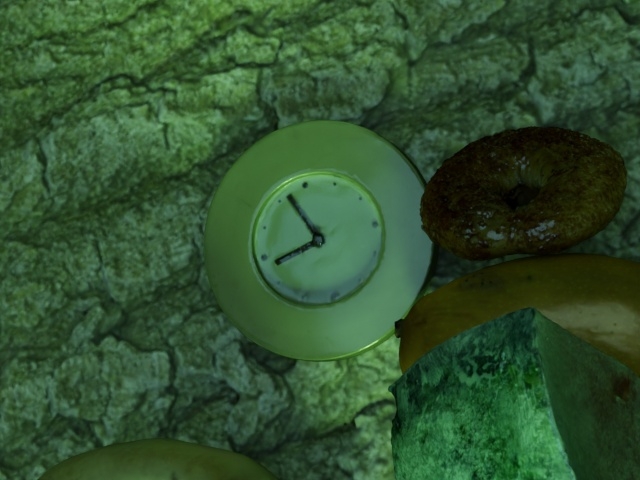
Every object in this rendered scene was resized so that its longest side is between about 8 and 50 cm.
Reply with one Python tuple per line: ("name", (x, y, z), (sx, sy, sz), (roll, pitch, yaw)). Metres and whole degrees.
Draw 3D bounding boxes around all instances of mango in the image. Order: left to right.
("mango", (0.244, 0.102, 1.484), (0.359, 0.144, 0.187), (0, 111, 10))

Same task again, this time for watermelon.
("watermelon", (0.224, 0.229, 1.384), (0.228, 0.258, 0.387), (-23, 93, 49))

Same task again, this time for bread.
("bread", (0.182, -0.045, 1.524), (0.193, 0.193, 0.064), (-7, 120, 14))

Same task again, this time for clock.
("clock", (0.000, 0.000, 1.634), (0.235, 0.029, 0.235), (-3, 81, 16))

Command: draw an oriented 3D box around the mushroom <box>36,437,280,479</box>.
("mushroom", (-0.168, 0.338, 1.484), (0.353, 0.353, 0.325), (-47, 31, 3))
